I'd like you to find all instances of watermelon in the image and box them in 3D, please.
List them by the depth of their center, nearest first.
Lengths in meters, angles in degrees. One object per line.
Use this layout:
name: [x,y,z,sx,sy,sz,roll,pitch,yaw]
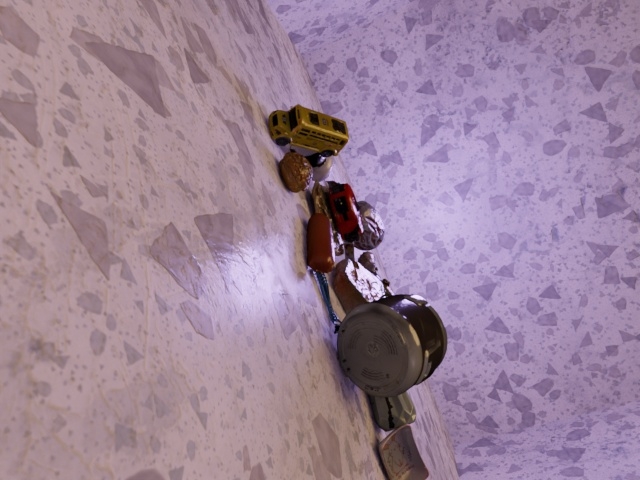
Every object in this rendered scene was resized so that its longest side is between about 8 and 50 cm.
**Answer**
watermelon: [0.151,0.212,1.801,0.302,0.151,0.264,45,24,-20]

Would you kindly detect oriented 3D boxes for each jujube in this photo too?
jujube: [0.238,-0.085,2.340,0.308,0.246,0.215,41,9,-36]

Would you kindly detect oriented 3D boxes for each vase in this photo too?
vase: [0.245,0.551,1.596,0.165,0.165,0.359,47,21,-59]

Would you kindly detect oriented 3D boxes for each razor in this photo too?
razor: [0.029,0.213,1.474,0.082,0.042,0.252,-11,76,-44]

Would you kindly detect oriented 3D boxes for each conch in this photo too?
conch: [0.291,0.156,2.409,0.155,0.130,0.207,64,-5,-35]

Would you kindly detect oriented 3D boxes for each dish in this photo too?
dish: [0.280,0.775,1.430,0.151,0.077,0.212,-23,93,-32]

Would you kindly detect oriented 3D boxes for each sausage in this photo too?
sausage: [-0.001,0.000,1.546,0.348,0.097,0.093,-94,-159,-56]

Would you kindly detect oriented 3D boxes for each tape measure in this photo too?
tape measure: [0.127,-0.148,1.959,0.253,0.114,0.260,-76,147,-68]

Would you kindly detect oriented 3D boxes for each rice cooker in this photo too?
rice cooker: [0.259,0.359,1.412,0.326,0.335,0.334,-2,69,-53]

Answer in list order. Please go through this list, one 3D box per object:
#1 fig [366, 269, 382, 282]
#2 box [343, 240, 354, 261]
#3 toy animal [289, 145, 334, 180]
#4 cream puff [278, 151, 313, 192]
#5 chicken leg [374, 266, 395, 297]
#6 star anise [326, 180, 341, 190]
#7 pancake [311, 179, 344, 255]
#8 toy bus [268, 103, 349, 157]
fig: [0.257,0.279,2.161,0.149,0.150,0.244,-82,170,-65]
box: [0.143,0.099,1.959,0.041,0.050,0.206,-75,161,-64]
toy animal: [-0.023,-0.392,1.941,0.235,0.166,0.186,52,36,-52]
cream puff: [-0.091,-0.271,1.587,0.150,0.115,0.165,-70,139,-65]
chicken leg: [0.351,0.335,2.232,0.140,0.211,0.361,-19,62,-37]
star anise: [0.124,-0.270,2.501,0.235,0.109,0.223,57,13,-36]
pancake: [0.037,-0.109,1.944,0.382,0.071,0.381,-17,90,-78]
toy bus: [-0.049,-0.471,1.706,0.332,0.151,0.144,8,62,-33]
